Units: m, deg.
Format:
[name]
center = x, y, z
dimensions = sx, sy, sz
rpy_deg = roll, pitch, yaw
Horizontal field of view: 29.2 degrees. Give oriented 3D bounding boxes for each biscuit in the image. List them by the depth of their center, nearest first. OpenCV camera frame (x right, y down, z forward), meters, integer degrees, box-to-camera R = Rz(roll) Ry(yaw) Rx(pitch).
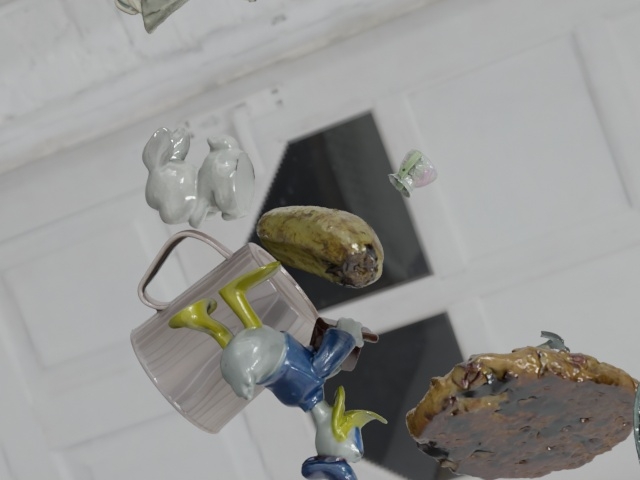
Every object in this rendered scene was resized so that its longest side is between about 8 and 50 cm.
[biscuit]
center = 0.278, 0.233, 1.680
dimensions = 0.334, 0.289, 0.081
rpy_deg = 16, 47, -28

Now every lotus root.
[lotus root]
center = 0.000, 0.000, 1.719
dimensions = 0.258, 0.097, 0.110
rpy_deg = 18, -33, 48

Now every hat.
[hat]
center = -0.240, -0.464, 2.110
dimensions = 0.226, 0.219, 0.164
rpy_deg = 51, -33, 23

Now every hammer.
[hammer]
center = 0.349, 0.208, 2.188
dimensions = 0.062, 0.182, 0.017
rpy_deg = 52, 28, -26

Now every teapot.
[teapot]
center = 0.146, -0.109, 1.966
dimensions = 0.064, 0.064, 0.083
rpy_deg = 43, -11, 21

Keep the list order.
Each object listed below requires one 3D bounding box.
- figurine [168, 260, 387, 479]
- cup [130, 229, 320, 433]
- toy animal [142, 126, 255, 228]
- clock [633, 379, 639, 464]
[figurine]
center = -0.025, 0.211, 1.782
dimensions = 0.283, 0.204, 0.338
rpy_deg = -10, 70, -49
[cup]
center = -0.172, 0.138, 2.077
dimensions = 0.288, 0.273, 0.208
rpy_deg = 53, 7, 25
[toy animal]
center = -0.218, -0.113, 2.189
dimensions = 0.127, 0.193, 0.179
rpy_deg = -41, 138, -70
[clock]
center = 0.514, 0.222, 1.444
dimensions = 0.061, 0.312, 0.313
rpy_deg = 3, 65, -46
